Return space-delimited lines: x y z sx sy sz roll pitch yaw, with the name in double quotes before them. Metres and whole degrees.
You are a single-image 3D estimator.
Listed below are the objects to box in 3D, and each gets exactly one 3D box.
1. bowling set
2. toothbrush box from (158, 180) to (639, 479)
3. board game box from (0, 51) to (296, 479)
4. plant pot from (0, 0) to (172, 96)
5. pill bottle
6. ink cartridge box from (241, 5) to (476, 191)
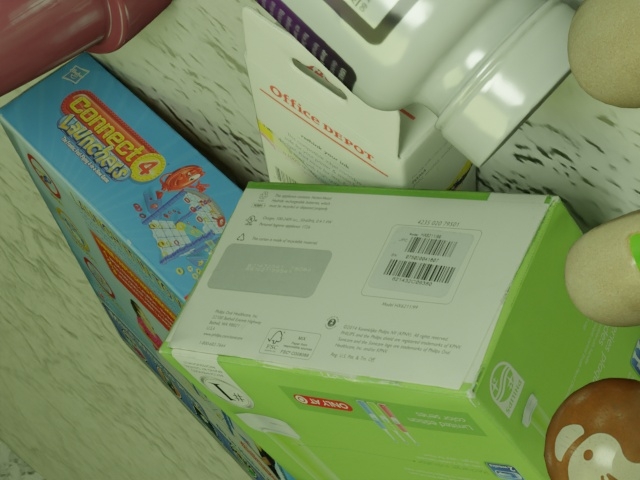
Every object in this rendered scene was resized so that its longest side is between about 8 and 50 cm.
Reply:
"bowling set" 0.187 0.029 0.583 0.287 0.200 0.154 44 148 -10
"toothbrush box" 0.082 0.098 0.899 0.206 0.122 0.283 4 146 40
"board game box" -0.090 0.049 1.239 0.308 0.086 0.302 41 161 37
"plant pot" -0.220 -0.171 1.000 0.201 0.180 0.201 38 158 19
"pill bottle" 0.028 -0.127 0.715 0.193 0.108 0.108 44 160 3
"ink cartridge box" 0.025 -0.063 0.901 0.115 0.067 0.198 36 159 22
